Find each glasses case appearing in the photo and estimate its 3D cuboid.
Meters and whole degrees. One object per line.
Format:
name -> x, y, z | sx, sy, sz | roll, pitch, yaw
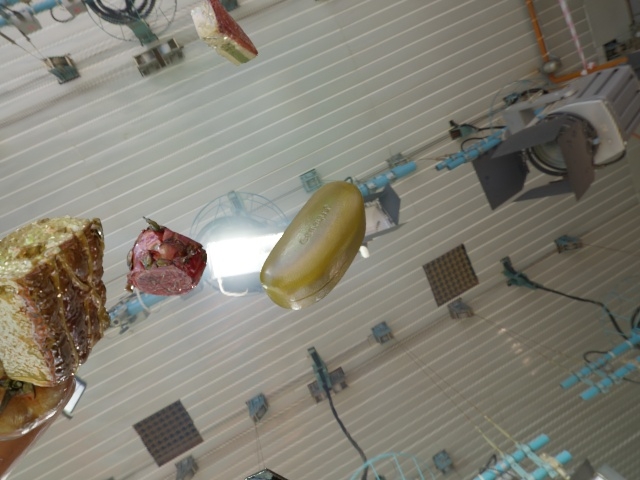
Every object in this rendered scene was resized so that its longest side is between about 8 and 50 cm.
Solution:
glasses case -> 0.000, 0.000, 1.051 | 0.173, 0.141, 0.371 | 20, -121, 25

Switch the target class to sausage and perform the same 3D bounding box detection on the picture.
sausage -> -0.751, 0.459, 1.050 | 0.121, 0.121, 0.304 | 41, -136, -14

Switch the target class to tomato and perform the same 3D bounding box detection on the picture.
tomato -> -0.601, 0.296, 0.794 | 0.214, 0.180, 0.155 | 27, -125, -43

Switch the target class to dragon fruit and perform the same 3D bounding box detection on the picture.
dragon fruit -> -0.425, 0.068, 1.124 | 0.210, 0.282, 0.147 | 3, -119, 7

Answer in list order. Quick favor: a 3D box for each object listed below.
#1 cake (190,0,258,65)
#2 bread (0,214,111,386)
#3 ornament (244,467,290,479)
cake -> -0.261, -0.565, 1.121 | 0.086, 0.220, 0.117 | -20, -89, 19
bread -> -0.453, 0.107, 0.714 | 0.114, 0.185, 0.275 | 17, -55, 2
ornament -> -0.116, 0.647, 0.928 | 0.153, 0.196, 0.166 | 31, -45, -7
